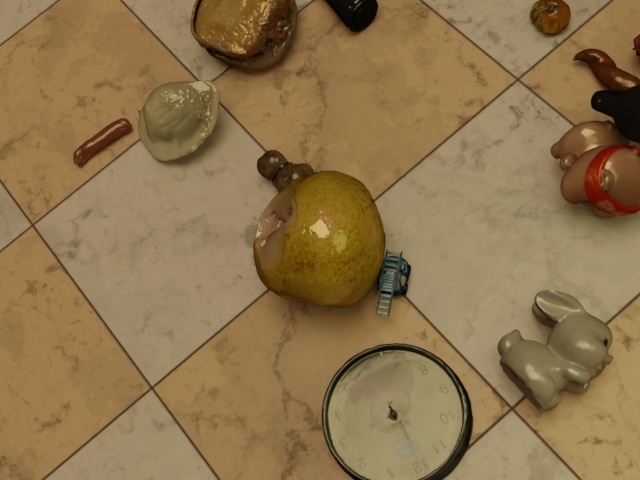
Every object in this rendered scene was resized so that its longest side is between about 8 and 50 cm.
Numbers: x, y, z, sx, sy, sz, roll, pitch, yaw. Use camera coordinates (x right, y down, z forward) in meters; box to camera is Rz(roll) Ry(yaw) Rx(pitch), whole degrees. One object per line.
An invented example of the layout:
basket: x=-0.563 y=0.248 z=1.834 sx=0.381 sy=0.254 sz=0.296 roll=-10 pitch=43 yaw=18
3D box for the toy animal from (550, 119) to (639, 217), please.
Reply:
toy animal: x=0.539 y=-0.131 z=1.654 sx=0.171 sy=0.171 sz=0.197 roll=-15 pitch=44 yaw=6

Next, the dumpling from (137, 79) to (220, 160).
dumpling: x=-0.312 y=-0.264 z=1.926 sx=0.216 sy=0.126 sz=0.166 roll=-16 pitch=81 yaw=2

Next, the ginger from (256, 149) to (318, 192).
ginger: x=-0.054 y=-0.121 z=1.826 sx=0.104 sy=0.080 sz=0.204 roll=-43 pitch=67 yaw=-1

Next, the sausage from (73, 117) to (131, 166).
sausage: x=-0.503 y=-0.227 z=1.996 sx=0.158 sy=0.036 sz=0.042 roll=-38 pitch=57 yaw=-5

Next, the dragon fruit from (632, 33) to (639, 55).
dragon fruit: x=0.709 y=-0.369 z=1.742 sx=0.153 sy=0.153 sz=0.110 roll=-11 pitch=83 yaw=8

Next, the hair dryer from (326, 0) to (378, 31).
hair dryer: x=0.117 y=-0.609 z=2.010 sx=0.251 sy=0.089 sz=0.197 roll=-30 pitch=62 yaw=-12

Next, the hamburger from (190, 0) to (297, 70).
hamburger: x=-0.176 y=-0.522 z=1.994 sx=0.243 sy=0.146 sz=0.286 roll=-22 pitch=71 yaw=9

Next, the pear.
pear: x=0.000 y=0.000 z=1.661 sx=0.271 sy=0.271 sz=0.271 roll=-5 pitch=66 yaw=11

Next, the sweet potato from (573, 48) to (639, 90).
sweet potato: x=0.606 y=-0.331 z=1.784 sx=0.055 sy=0.058 sz=0.202 roll=-46 pitch=66 yaw=8

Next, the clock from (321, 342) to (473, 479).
clock: x=0.138 y=0.324 z=1.605 sx=0.281 sy=0.055 sz=0.280 roll=-5 pitch=66 yaw=11

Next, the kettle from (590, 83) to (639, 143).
kettle: x=0.636 y=-0.251 z=1.635 sx=0.202 sy=0.232 sz=0.144 roll=38 pitch=123 yaw=42

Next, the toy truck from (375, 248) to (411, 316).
toy truck: x=0.136 y=0.090 z=1.696 sx=0.063 sy=0.074 sz=0.136 roll=6 pitch=69 yaw=15

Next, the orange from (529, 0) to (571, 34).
orange: x=0.496 y=-0.488 z=1.873 sx=0.086 sy=0.062 sz=0.086 roll=-3 pitch=66 yaw=8

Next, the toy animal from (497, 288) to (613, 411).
toy animal: x=0.414 y=0.197 z=1.560 sx=0.178 sy=0.127 sz=0.193 roll=40 pitch=83 yaw=26
